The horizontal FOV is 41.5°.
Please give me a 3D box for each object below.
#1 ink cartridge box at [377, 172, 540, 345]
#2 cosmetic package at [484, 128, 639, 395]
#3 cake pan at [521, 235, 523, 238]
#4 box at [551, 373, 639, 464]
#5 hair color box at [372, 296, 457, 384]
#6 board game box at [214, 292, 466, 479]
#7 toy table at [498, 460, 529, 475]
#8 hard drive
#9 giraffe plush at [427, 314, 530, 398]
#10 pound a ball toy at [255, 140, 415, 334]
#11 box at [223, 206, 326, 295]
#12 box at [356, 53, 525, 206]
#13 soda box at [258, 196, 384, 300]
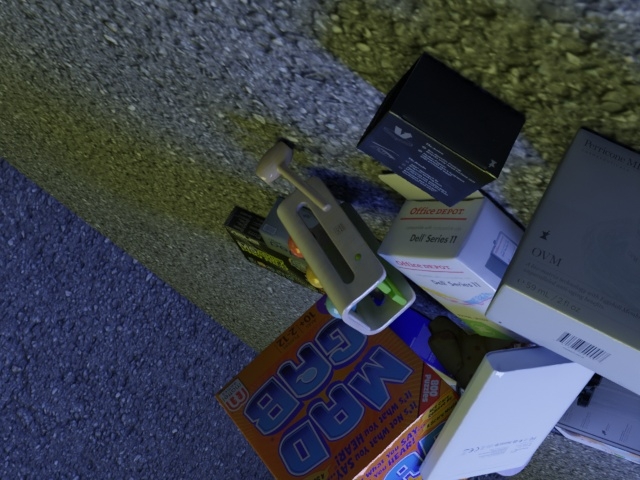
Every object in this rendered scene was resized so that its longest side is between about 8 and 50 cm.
[{"bbox_3d":[0.241,0.033,1.380,0.353,0.119,0.207,38,162,-26],"label":"ink cartridge box"},{"bbox_3d":[0.350,0.028,0.994,0.224,0.224,0.138,26,161,10],"label":"cosmetic package"},{"bbox_3d":[0.412,0.079,1.203,0.293,0.054,0.293,26,-179,0],"label":"cake pan"},{"bbox_3d":[0.575,0.318,1.589,0.290,0.169,0.087,13,160,42],"label":"box"},{"bbox_3d":[0.192,0.230,2.081,0.339,0.110,0.185,30,164,-8],"label":"hair color box"},{"bbox_3d":[0.077,0.380,1.749,0.356,0.356,0.356,44,173,40],"label":"board game box"},{"bbox_3d":[0.393,0.383,1.940,0.252,0.274,0.161,15,173,-23],"label":"toy table"},{"bbox_3d":[0.338,0.314,1.524,0.233,0.047,0.353,-4,137,-23],"label":"hard drive"},{"bbox_3d":[0.337,0.218,1.729,0.181,0.170,0.210,43,-160,-29],"label":"giraffe plush"},{"bbox_3d":[0.000,0.000,1.475,0.208,0.136,0.319,36,-164,-50],"label":"pound a ball toy"},{"bbox_3d":[-0.082,0.034,2.041,0.270,0.060,0.216,23,163,20],"label":"box"},{"bbox_3d":[0.150,-0.135,1.083,0.156,0.093,0.158,32,165,-6],"label":"box"},{"bbox_3d":[0.020,0.017,1.762,0.286,0.091,0.098,25,163,17],"label":"soda box"}]
